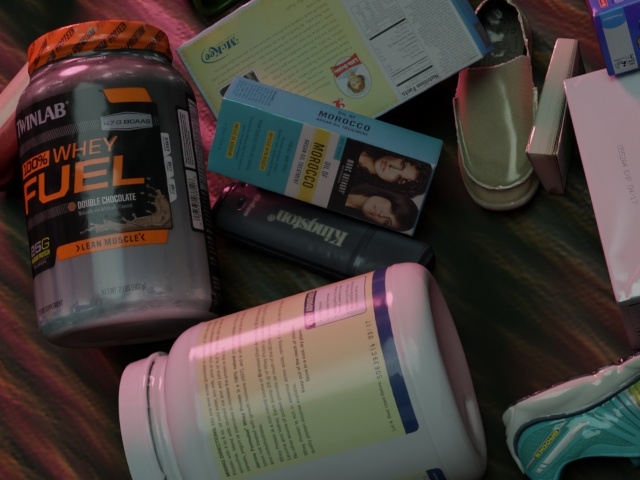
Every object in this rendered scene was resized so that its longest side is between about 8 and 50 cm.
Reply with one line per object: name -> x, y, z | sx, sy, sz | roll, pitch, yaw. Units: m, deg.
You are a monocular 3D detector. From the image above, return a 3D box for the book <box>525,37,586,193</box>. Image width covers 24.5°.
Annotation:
book -> 0.264, -0.136, 1.622 | 0.035, 0.096, 0.144 | 6, 68, 22

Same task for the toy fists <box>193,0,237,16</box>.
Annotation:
toy fists -> -0.100, -0.421, 1.859 | 0.279, 0.096, 0.142 | -43, 58, 13

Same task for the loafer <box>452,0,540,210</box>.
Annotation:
loafer -> 0.195, -0.162, 1.660 | 0.102, 0.092, 0.268 | -8, 64, 15

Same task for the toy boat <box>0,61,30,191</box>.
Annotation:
toy boat -> -0.318, -0.140, 1.814 | 0.151, 0.151, 0.231 | 39, 81, -1

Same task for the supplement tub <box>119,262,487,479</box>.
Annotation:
supplement tub -> -0.016, 0.174, 1.490 | 0.325, 0.235, 0.235 | -17, 62, 10

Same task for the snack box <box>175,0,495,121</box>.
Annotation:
snack box -> 0.012, -0.214, 1.656 | 0.322, 0.060, 0.187 | -28, 96, 26

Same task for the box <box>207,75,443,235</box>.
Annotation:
box -> 0.004, -0.094, 1.634 | 0.244, 0.100, 0.060 | 18, 34, 2

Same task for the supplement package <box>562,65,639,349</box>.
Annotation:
supplement package -> 0.384, -0.051, 1.514 | 0.204, 0.145, 0.261 | -14, 62, 12

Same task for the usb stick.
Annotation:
usb stick -> 0.000, 0.000, 1.676 | 0.278, 0.045, 0.077 | 20, 74, 26

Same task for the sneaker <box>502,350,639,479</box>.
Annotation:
sneaker -> 0.322, 0.169, 1.475 | 0.275, 0.107, 0.110 | -24, 80, 12

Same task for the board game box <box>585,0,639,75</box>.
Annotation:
board game box -> 0.392, -0.328, 1.599 | 0.233, 0.078, 0.347 | -15, 35, 12

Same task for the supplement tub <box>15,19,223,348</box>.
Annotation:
supplement tub -> -0.229, -0.060, 1.648 | 0.207, 0.207, 0.337 | -12, 77, 13
